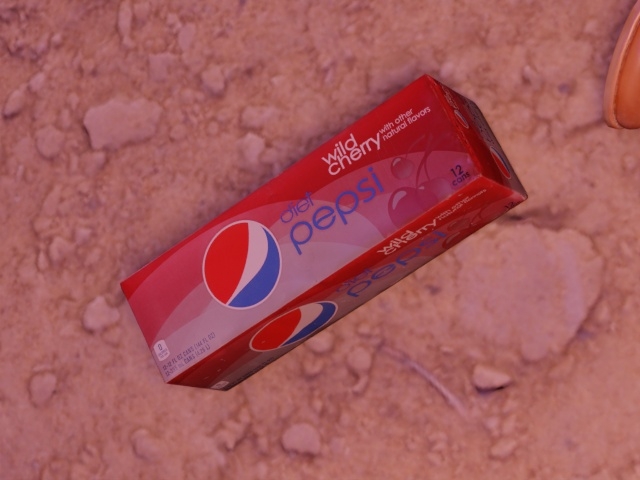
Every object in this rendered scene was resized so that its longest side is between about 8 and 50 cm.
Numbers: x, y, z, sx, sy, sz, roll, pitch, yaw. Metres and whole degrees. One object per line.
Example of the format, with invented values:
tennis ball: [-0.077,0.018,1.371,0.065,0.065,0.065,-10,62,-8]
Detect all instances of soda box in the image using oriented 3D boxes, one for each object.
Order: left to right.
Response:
soda box: [0.000,0.000,1.287,0.263,0.092,0.083,-34,68,17]

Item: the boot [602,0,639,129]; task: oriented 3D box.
boot: [0.278,-0.124,1.185,0.152,0.073,0.197,36,98,25]
